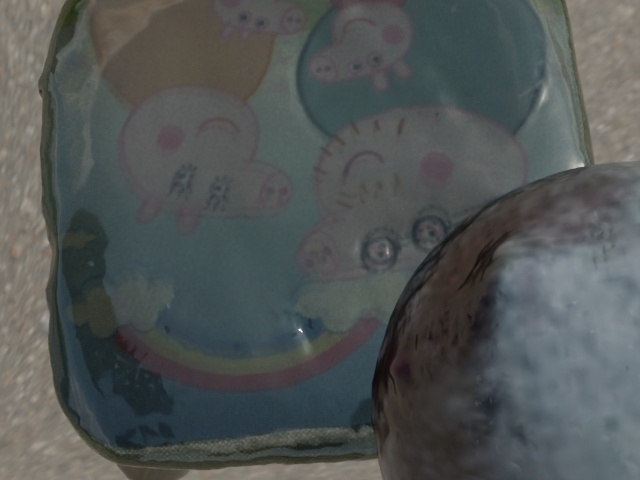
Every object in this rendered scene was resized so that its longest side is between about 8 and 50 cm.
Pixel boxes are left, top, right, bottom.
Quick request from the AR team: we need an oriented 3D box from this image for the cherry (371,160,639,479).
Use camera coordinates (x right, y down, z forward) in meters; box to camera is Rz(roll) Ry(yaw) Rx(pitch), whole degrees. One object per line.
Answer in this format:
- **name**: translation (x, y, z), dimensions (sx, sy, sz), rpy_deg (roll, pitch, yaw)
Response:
- **cherry**: translation (0.155, 0.097, 0.801), dimensions (0.296, 0.255, 0.218), rpy_deg (55, 34, -26)

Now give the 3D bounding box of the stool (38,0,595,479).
- **stool**: translation (0.000, 0.000, 1.112), dimensions (0.310, 0.226, 0.310), rpy_deg (-3, 71, 0)
